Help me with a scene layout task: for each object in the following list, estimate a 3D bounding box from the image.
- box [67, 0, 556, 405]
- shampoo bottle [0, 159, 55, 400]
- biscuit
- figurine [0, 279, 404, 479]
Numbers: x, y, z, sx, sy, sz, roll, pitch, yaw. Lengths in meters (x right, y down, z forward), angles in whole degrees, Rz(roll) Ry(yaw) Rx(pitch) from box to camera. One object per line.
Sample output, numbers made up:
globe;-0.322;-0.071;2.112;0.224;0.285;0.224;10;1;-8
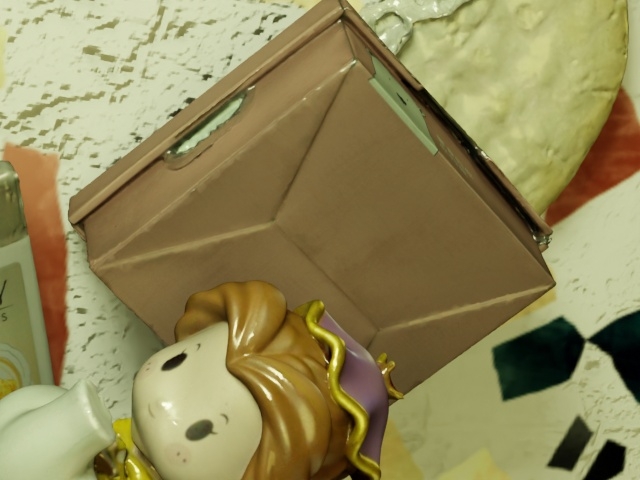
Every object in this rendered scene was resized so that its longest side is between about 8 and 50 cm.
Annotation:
box;0.000;0.000;1.178;0.215;0.086;0.215;-37;120;12
shampoo bottle;-0.202;0.069;1.165;0.086;0.056;0.227;-11;112;-15
biscuit;0.095;-0.087;1.243;0.188;0.040;0.265;34;94;-30
figurine;-0.082;0.118;1.106;0.263;0.142;0.189;-25;152;4
